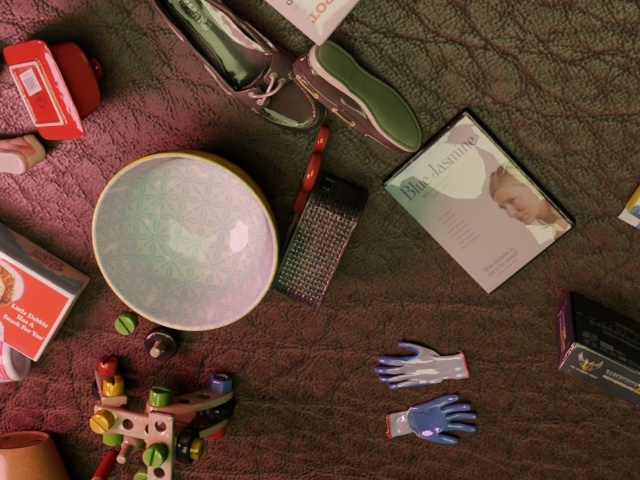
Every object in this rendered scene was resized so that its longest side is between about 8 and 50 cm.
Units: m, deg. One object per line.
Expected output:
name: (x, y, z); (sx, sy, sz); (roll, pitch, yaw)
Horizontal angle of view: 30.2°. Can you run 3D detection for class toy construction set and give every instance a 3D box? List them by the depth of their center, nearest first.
toy construction set: (-0.304, 0.326, 1.963); (0.257, 0.237, 0.308); (31, 113, -4)

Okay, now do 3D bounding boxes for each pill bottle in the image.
pill bottle: (-0.588, 0.206, 2.043); (0.160, 0.087, 0.087); (-8, 110, 12)

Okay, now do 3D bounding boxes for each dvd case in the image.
dvd case: (0.245, -0.058, 1.836); (0.253, 0.022, 0.180); (45, 112, -9)

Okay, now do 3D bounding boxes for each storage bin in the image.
storage bin: (0.000, 0.000, 1.845); (0.084, 0.122, 0.180); (23, 113, 0)

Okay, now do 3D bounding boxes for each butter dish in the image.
butter dish: (-0.389, -0.245, 1.821); (0.160, 0.118, 0.159); (4, 121, 53)

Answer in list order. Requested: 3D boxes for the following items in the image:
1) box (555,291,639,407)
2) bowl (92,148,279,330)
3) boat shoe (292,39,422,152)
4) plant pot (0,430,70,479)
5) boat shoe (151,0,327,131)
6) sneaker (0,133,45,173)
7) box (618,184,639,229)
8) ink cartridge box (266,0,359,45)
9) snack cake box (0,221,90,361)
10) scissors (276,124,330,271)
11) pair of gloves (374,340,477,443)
box: (0.474, 0.182, 1.807); (0.233, 0.183, 0.059); (26, 113, 0)
bowl: (-0.193, -0.022, 1.850); (0.290, 0.156, 0.289); (3, 112, 8)
boat shoe: (0.057, -0.207, 1.779); (0.228, 0.081, 0.069); (41, 141, -20)
plant pot: (-0.526, 0.472, 2.082); (0.237, 0.237, 0.254); (-2, 97, 10)
boat shoe: (-0.130, -0.276, 1.770); (0.335, 0.095, 0.112); (44, 112, -9)
sneaker: (-0.498, -0.143, 1.915); (0.134, 0.070, 0.051); (14, 126, 35)
box: (0.540, -0.075, 1.771); (0.109, 0.042, 0.178); (30, 112, -3)
ink cartridge box: (-0.038, -0.461, 1.663); (0.307, 0.129, 0.223); (40, 112, -8)
snack cake box: (-0.539, 0.063, 1.978); (0.264, 0.089, 0.152); (33, 111, -5)
scissors: (-0.033, -0.055, 1.874); (0.021, 0.109, 0.297); (15, 137, -5)
pair of gloves: (0.175, 0.255, 1.973); (0.159, 0.023, 0.198); (-6, 111, 12)
